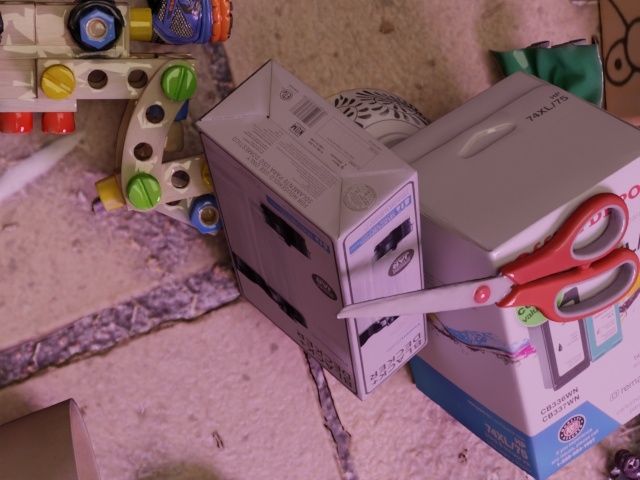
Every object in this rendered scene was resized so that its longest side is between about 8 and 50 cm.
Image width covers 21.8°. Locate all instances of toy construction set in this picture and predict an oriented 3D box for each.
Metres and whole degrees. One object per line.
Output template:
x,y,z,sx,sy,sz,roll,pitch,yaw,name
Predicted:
-0.230,-0.099,1.412,0.327,0.151,0.215,-5,105,-24,toy construction set

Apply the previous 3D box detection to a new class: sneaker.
-0.147,-0.275,1.476,0.087,0.083,0.221,-19,94,-13,sneaker

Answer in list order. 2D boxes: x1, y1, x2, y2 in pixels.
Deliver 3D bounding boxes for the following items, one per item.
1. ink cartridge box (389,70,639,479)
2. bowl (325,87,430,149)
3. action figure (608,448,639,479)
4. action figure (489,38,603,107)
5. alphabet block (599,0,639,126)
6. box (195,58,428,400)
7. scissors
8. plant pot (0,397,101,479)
0.189,0.028,1.497,0.198,0.197,0.270,-32,128,-19,ink cartridge box
0.059,-0.062,1.558,0.170,0.080,0.170,0,89,-23,bowl
0.372,0.191,1.653,0.099,0.185,0.285,12,68,-61,action figure
0.243,-0.079,1.626,0.063,0.137,0.232,-20,106,-34,action figure
0.406,-0.212,1.638,0.193,0.197,0.192,-3,92,-22,alphabet block
0.000,0.000,1.403,0.087,0.290,0.169,-42,66,-17,box
0.141,0.048,1.325,0.297,0.021,0.109,-23,126,-26,scissors
-0.304,0.285,1.341,0.274,0.256,0.256,-14,96,-5,plant pot
